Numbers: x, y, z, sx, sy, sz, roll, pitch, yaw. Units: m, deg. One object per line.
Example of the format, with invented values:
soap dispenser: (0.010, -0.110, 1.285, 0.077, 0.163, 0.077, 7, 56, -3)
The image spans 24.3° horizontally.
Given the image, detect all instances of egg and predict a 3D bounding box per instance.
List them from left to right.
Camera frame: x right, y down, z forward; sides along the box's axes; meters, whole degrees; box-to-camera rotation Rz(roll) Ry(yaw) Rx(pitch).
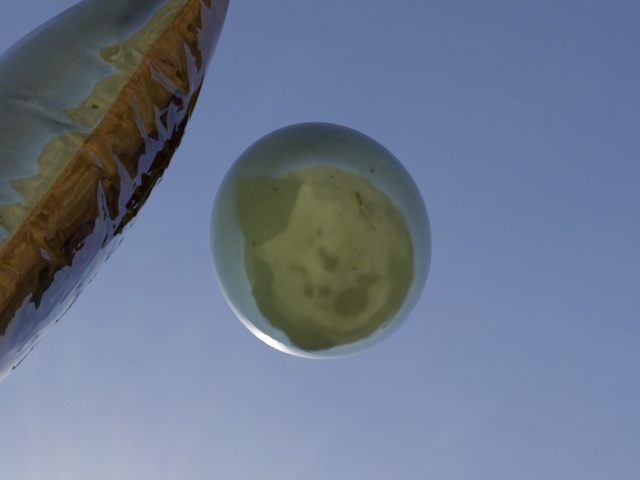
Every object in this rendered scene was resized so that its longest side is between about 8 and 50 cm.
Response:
egg: (0.000, 0.000, 1.001, 0.149, 0.149, 0.192, -19, -34, -2)

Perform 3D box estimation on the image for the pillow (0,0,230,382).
pillow: (-0.181, -0.009, 0.820, 0.119, 0.312, 0.310, 42, -115, -12)
